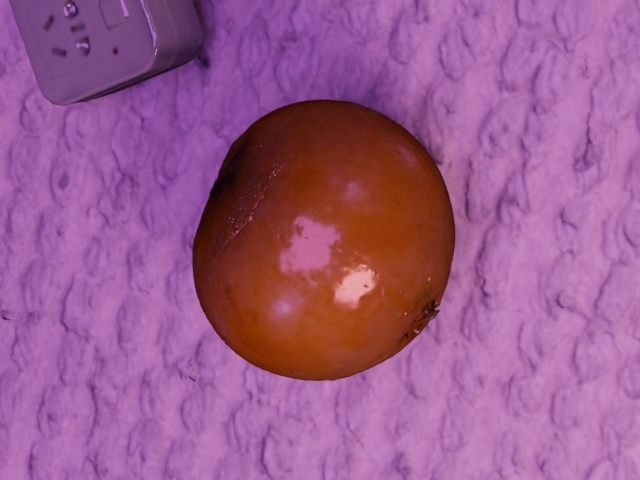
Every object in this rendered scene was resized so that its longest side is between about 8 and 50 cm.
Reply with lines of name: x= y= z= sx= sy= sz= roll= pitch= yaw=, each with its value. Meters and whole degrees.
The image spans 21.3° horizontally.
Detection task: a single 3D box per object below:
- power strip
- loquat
power strip: x=-0.181 y=-0.279 z=1.676 sx=0.261 sy=0.141 sz=0.229 roll=-18 pitch=93 yaw=35
loquat: x=0.000 y=0.000 z=1.577 sx=0.263 sy=0.263 sz=0.263 roll=3 pitch=101 yaw=18
